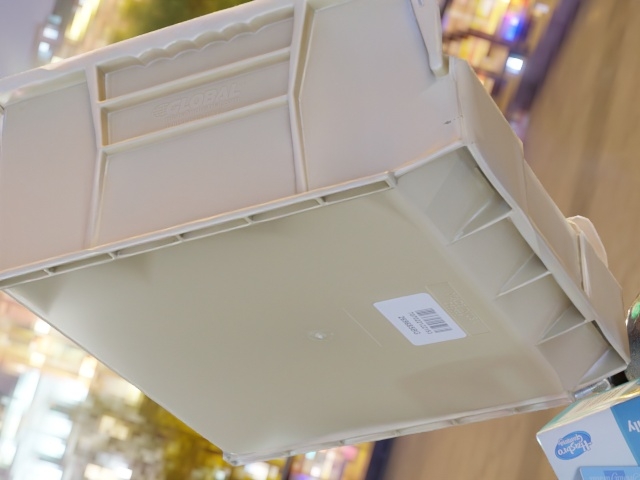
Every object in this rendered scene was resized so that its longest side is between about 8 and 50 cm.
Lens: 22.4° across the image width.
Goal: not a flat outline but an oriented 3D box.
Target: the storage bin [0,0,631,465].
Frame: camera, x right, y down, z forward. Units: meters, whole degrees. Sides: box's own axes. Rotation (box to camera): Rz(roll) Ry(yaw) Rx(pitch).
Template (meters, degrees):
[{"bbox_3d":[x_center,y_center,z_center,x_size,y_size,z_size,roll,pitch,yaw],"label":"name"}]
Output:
[{"bbox_3d":[0.000,0.000,0.857,0.262,0.260,0.123,47,-144,-50],"label":"storage bin"}]

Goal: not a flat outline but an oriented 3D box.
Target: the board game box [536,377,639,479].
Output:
[{"bbox_3d":[0.347,0.241,1.185,0.254,0.336,0.079,-28,-2,38],"label":"board game box"}]

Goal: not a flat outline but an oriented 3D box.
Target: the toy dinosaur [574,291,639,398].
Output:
[{"bbox_3d":[0.298,0.075,1.364,0.313,0.121,0.160,98,-162,-75],"label":"toy dinosaur"}]
